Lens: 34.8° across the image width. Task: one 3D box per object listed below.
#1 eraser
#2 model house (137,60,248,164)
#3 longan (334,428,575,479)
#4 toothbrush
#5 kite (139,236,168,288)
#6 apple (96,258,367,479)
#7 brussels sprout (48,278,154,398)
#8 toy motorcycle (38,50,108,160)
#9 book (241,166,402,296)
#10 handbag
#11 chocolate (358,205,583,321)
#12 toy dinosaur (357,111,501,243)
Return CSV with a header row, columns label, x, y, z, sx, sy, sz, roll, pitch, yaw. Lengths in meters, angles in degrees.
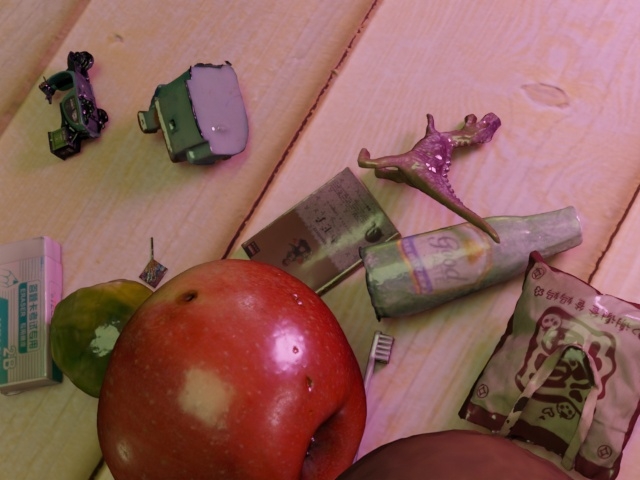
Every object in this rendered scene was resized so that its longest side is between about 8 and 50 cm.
label,x,y,z,sx,sy,sz,roll,pitch,yaw
eraser,-0.440,0.111,1.527,0.095,0.052,0.225,-12,67,13
model house,-0.202,-0.181,1.549,0.148,0.119,0.148,-14,89,36
longan,0.130,0.405,1.064,0.404,0.436,0.404,11,53,-15
toothbrush,0.043,0.283,1.339,0.030,0.025,0.342,11,73,17
kite,-0.245,0.034,1.527,0.044,0.002,0.078,9,73,19
apple,-0.100,0.197,1.234,0.277,0.348,0.348,22,77,28
brussels sprout,-0.297,0.140,1.427,0.180,0.144,0.162,-19,85,33
toy motorcycle,-0.399,-0.225,1.638,0.100,0.058,0.173,-20,68,14
book,0.000,0.000,1.460,0.198,0.016,0.138,-36,65,1
handbag,0.308,0.155,1.251,0.213,0.127,0.235,24,85,21
chocolate,0.201,0.020,1.353,0.291,0.110,0.110,-17,67,7
toy dinosaur,0.154,-0.095,1.389,0.199,0.072,0.251,0,34,16
